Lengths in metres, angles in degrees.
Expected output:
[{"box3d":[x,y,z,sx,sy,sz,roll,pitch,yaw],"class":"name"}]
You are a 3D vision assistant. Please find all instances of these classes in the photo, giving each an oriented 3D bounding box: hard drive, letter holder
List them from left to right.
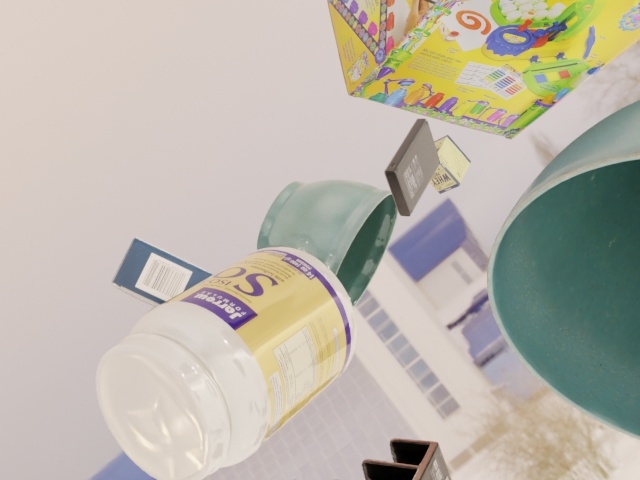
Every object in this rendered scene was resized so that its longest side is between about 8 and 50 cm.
[{"box3d":[0.174,0.587,1.664,0.214,0.302,0.152,-3,30,35],"class":"letter holder"},{"box3d":[0.150,-0.118,1.235,0.135,0.022,0.094,-57,-43,-35],"class":"hard drive"}]

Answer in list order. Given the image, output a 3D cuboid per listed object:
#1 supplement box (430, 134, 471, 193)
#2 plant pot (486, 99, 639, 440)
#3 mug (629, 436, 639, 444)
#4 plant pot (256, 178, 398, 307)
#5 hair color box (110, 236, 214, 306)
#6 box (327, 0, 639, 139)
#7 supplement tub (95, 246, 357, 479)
[{"box3d":[0.261,-0.160,1.628,0.056,0.083,0.083,-24,28,48],"class":"supplement box"},{"box3d":[0.293,-0.003,0.568,0.195,0.290,0.290,-56,-4,-38],"class":"plant pot"},{"box3d":[0.663,0.220,1.556,0.374,0.328,0.276,-27,-30,-50],"class":"mug"},{"box3d":[0.000,0.000,1.508,0.293,0.196,0.293,-53,-20,-29],"class":"plant pot"},{"box3d":[-0.325,0.091,1.603,0.105,0.174,0.347,-65,7,-10],"class":"hair color box"},{"box3d":[0.210,-0.294,0.943,0.290,0.177,0.279,8,-32,-33],"class":"box"},{"box3d":[-0.124,0.168,1.099,0.331,0.241,0.241,-31,-16,-51],"class":"supplement tub"}]
